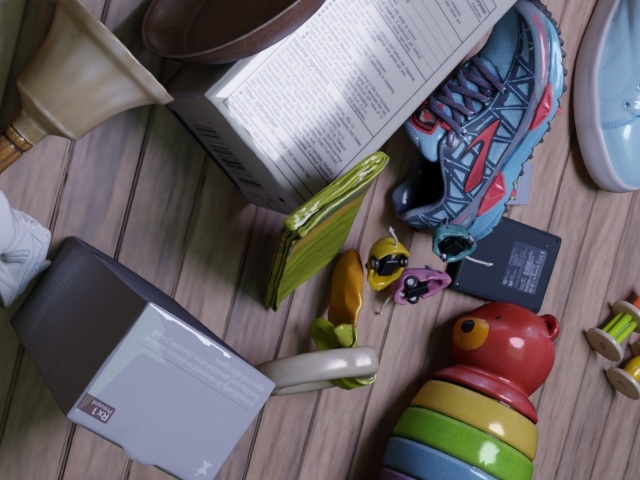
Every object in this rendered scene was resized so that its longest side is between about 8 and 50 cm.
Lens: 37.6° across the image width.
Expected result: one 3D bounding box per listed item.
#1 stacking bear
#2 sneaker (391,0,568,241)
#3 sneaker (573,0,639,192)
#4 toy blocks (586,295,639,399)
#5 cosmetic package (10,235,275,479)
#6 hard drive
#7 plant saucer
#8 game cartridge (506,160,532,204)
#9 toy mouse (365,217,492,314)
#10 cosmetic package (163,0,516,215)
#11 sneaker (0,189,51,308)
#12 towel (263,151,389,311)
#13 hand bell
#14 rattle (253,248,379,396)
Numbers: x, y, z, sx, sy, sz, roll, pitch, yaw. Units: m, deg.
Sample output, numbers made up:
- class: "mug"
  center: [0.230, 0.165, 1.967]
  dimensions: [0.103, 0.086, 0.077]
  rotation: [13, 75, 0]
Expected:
- class: "stacking bear"
  center: [0.156, 0.198, 0.994]
  dimensions: [0.164, 0.175, 0.289]
  rotation: [34, 75, -28]
- class: "sneaker"
  center: [0.146, -0.112, 0.917]
  dimensions: [0.125, 0.104, 0.262]
  rotation: [4, 119, -25]
- class: "sneaker"
  center: [0.388, -0.228, 1.039]
  dimensions: [0.135, 0.150, 0.366]
  rotation: [4, 98, -30]
- class: "toy blocks"
  center: [0.412, 0.107, 1.175]
  dimensions: [0.148, 0.054, 0.123]
  rotation: [-41, 117, -17]
- class: "cosmetic package"
  center: [-0.149, 0.087, 0.740]
  dimensions: [0.127, 0.238, 0.107]
  rotation: [38, 80, -31]
- class: "hard drive"
  center: [0.206, 0.023, 1.058]
  dimensions: [0.135, 0.022, 0.094]
  rotation: [17, 91, -31]
- class: "plant saucer"
  center: [-0.054, -0.205, 0.766]
  dimensions: [0.198, 0.198, 0.036]
  rotation: [-48, 130, -13]
- class: "game cartridge"
  center: [0.200, -0.068, 1.041]
  dimensions: [0.083, 0.017, 0.056]
  rotation: [0, 96, -30]
- class: "toy mouse"
  center: [0.108, 0.020, 0.952]
  dimensions: [0.143, 0.031, 0.161]
  rotation: [-7, 143, -21]
- class: "cosmetic package"
  center: [0.018, -0.177, 0.849]
  dimensions: [0.296, 0.129, 0.153]
  rotation: [-46, 117, -14]
- class: "sneaker"
  center: [-0.248, -0.006, 0.741]
  dimensions: [0.053, 0.152, 0.061]
  rotation: [42, 61, 13]
- class: "towel"
  center: [0.000, 0.000, 0.830]
  dimensions: [0.102, 0.237, 0.021]
  rotation: [-37, 80, -18]
- class: "hand bell"
  center: [-0.246, -0.074, 0.747]
  dimensions: [0.242, 0.126, 0.126]
  rotation: [-45, 118, -2]
- class: "rattle"
  center: [-0.049, 0.092, 0.901]
  dimensions: [0.199, 0.130, 0.143]
  rotation: [-7, 93, -2]
